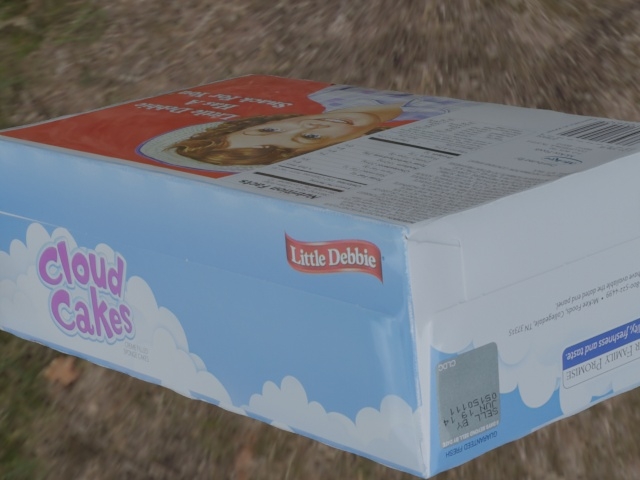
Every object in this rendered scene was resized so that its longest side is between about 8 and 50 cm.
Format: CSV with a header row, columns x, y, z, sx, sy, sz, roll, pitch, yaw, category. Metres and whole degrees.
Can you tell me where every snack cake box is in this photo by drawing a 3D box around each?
x,y,z,sx,sy,sz,roll,pitch,yaw,category
0.000,0.000,0.745,0.152,0.264,0.089,-19,111,-37,snack cake box
